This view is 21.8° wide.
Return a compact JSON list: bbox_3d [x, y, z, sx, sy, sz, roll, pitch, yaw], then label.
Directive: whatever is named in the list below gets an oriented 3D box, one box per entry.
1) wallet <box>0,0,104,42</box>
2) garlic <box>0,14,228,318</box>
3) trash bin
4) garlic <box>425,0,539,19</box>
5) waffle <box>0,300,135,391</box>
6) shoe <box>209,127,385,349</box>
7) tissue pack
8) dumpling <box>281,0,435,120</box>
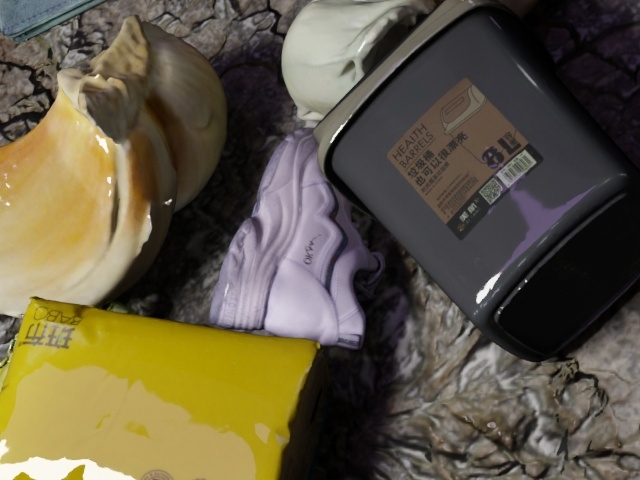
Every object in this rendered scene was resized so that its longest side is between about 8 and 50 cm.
[{"bbox_3d":[-0.272,-0.393,1.941,0.251,0.054,0.290,-24,54,26],"label":"wallet"},{"bbox_3d":[-0.230,-0.066,1.584,0.313,0.249,0.286,-41,36,39],"label":"garlic"},{"bbox_3d":[0.134,-0.061,1.356,0.209,0.182,0.290,-43,52,8],"label":"trash bin"},{"bbox_3d":[0.187,-0.292,1.493,0.318,0.112,0.143,-55,24,7],"label":"garlic"},{"bbox_3d":[-0.252,0.219,1.556,0.297,0.073,0.317,-29,52,19],"label":"waffle"},{"bbox_3d":[0.000,0.000,1.475,0.095,0.138,0.245,112,-179,-46],"label":"shoe"},{"bbox_3d":[-0.138,0.163,1.399,0.271,0.134,0.192,8,67,13],"label":"tissue pack"},{"bbox_3d":[0.040,-0.183,1.526,0.151,0.124,0.229,-51,12,-15],"label":"dumpling"}]
